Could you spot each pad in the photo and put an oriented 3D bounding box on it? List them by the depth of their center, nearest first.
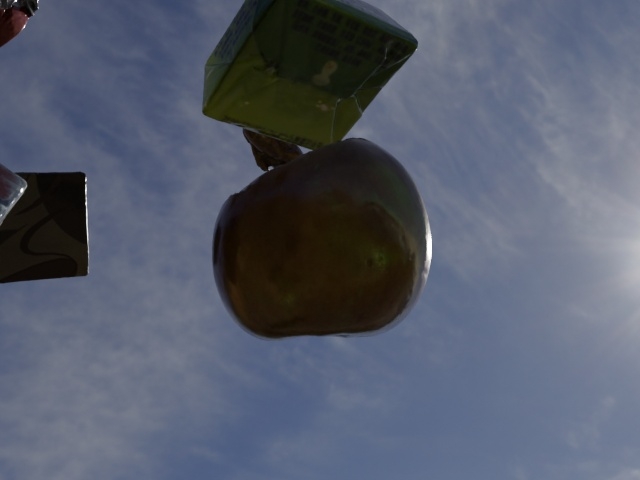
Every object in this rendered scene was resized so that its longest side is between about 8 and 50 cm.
[{"bbox_3d":[-0.620,-0.023,1.565,0.330,0.004,0.220,-5,-79,-28],"label":"pad"}]

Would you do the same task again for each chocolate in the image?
[{"bbox_3d":[-0.032,-0.327,1.455,0.301,0.137,0.289,15,-51,-36],"label":"chocolate"}]

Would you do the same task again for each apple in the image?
[{"bbox_3d":[0.000,0.000,0.846,0.237,0.207,0.237,-4,-9,-1],"label":"apple"}]

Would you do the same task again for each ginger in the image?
[{"bbox_3d":[-0.107,-0.194,1.667,0.073,0.162,0.103,-42,-6,-22],"label":"ginger"}]

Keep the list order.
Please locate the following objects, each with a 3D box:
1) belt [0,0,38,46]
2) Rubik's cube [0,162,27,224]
[{"bbox_3d":[-0.647,-0.401,1.358,0.324,0.227,0.115,-21,-32,-8],"label":"belt"},{"bbox_3d":[-0.547,-0.005,0.930,0.259,0.253,0.256,39,-60,-15],"label":"Rubik's cube"}]
